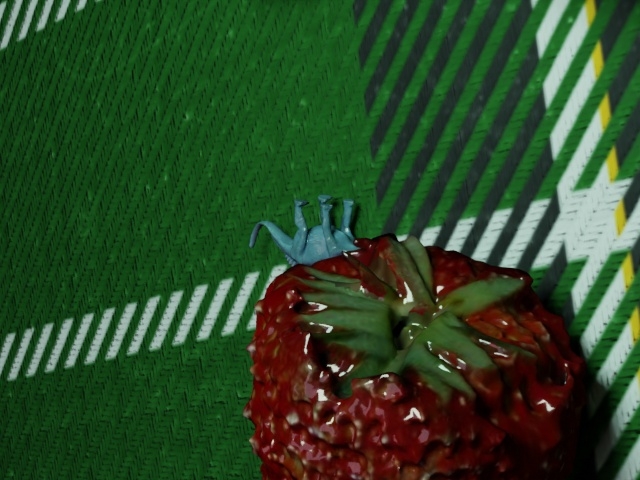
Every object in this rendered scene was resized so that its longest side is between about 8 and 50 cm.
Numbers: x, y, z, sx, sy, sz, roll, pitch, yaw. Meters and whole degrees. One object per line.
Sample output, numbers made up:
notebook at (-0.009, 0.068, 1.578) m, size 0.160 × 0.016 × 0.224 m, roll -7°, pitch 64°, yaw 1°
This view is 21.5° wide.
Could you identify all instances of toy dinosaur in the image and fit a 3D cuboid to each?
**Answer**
toy dinosaur at (0.000, 0.000, 1.526) m, size 0.197 × 0.045 × 0.080 m, roll 11°, pitch 109°, yaw 44°

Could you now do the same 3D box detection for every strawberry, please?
strawberry at (0.066, 0.143, 1.304) m, size 0.261 × 0.261 × 0.258 m, roll 43°, pitch 141°, yaw 40°
